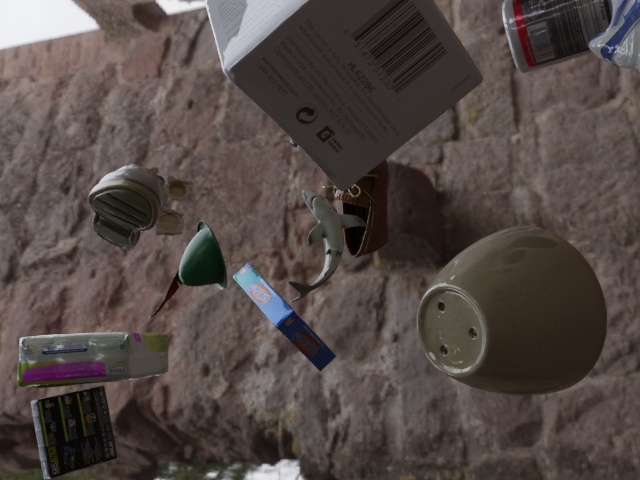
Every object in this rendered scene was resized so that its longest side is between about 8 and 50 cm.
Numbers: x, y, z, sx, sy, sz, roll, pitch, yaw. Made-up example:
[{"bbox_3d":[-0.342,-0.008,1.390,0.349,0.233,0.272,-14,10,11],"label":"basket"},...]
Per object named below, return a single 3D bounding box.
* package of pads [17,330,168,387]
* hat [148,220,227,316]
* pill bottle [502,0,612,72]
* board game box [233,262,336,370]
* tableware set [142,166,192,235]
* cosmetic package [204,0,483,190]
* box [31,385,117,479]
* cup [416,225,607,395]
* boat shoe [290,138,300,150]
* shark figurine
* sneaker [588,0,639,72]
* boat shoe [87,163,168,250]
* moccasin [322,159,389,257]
[{"bbox_3d":[-0.458,0.242,1.451,0.296,0.229,0.101,70,-164,-81],"label":"package of pads"},{"bbox_3d":[-0.343,0.075,1.731,0.173,0.183,0.209,10,117,64],"label":"hat"},{"bbox_3d":[0.577,-0.497,1.554,0.176,0.318,0.176,40,-136,-53],"label":"pill bottle"},{"bbox_3d":[-0.073,0.148,1.390,0.160,0.047,0.210,51,174,-37],"label":"board game box"},{"bbox_3d":[-0.354,-0.088,1.529,0.020,0.141,0.169,123,158,-56],"label":"tableware set"},{"bbox_3d":[0.025,-0.374,1.304,0.329,0.327,0.394,43,-165,-34],"label":"cosmetic package"},{"bbox_3d":[-0.608,0.471,1.752,0.184,0.045,0.191,-5,-103,-46],"label":"box"},{"bbox_3d":[0.319,0.148,1.322,0.236,0.331,0.331,-7,-88,-38],"label":"cup"},{"bbox_3d":[-0.050,-0.417,1.990,0.116,0.099,0.320,-80,5,-78],"label":"boat shoe"},{"bbox_3d":[0.013,0.026,1.756,0.116,0.166,0.278,126,153,-78],"label":"shark figurine"},{"bbox_3d":[0.420,-0.367,0.900,0.111,0.131,0.297,-12,-64,-45],"label":"sneaker"},{"bbox_3d":[-0.311,-0.073,1.165,0.302,0.113,0.103,-27,35,63],"label":"boat shoe"},{"bbox_3d":[0.097,-0.130,1.903,0.147,0.139,0.380,-30,-48,-34],"label":"moccasin"}]
